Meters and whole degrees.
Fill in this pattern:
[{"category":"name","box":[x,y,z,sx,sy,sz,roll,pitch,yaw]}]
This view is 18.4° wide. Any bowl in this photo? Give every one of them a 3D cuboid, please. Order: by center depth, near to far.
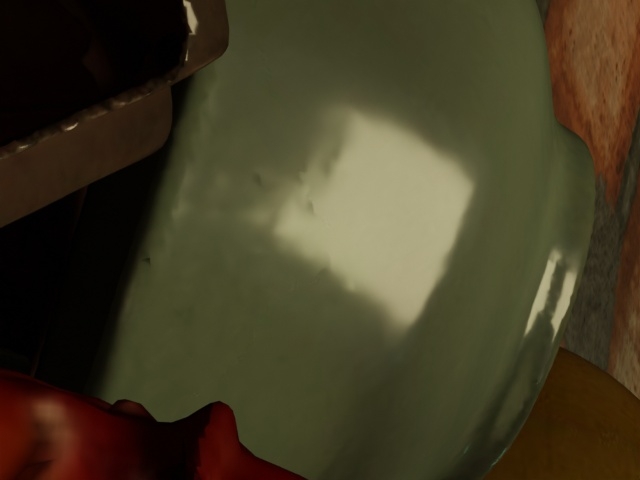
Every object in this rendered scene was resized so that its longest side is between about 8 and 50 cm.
[{"category":"bowl","box":[0.000,0.000,0.654,0.289,0.146,0.289,-163,-90,-79]}]

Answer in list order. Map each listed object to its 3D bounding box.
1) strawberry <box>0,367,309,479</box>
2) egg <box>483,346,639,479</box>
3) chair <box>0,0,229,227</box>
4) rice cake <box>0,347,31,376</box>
[{"category":"strawberry","box":[-0.111,0.192,0.469,0.345,0.295,0.317,138,-62,-70]},{"category":"egg","box":[0.049,0.197,0.863,0.250,0.250,0.322,36,66,-66]},{"category":"chair","box":[-0.091,-0.107,0.506,0.326,0.175,0.183,-23,109,-53]},{"category":"rice cake","box":[-0.151,0.045,0.567,0.206,0.069,0.063,27,71,-66]}]
